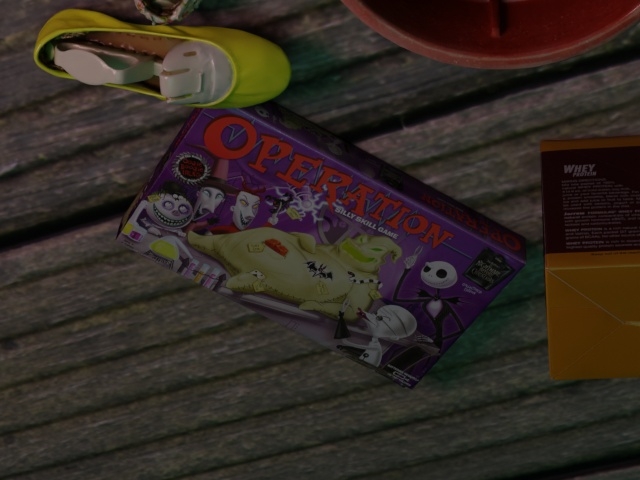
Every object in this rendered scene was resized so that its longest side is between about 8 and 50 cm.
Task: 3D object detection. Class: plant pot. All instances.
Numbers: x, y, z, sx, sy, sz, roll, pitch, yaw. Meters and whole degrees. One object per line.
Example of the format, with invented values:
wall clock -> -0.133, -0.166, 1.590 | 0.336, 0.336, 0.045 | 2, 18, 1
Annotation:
plant pot -> 0.130, -0.305, 1.051 | 0.272, 0.265, 0.272 | 3, 128, 4

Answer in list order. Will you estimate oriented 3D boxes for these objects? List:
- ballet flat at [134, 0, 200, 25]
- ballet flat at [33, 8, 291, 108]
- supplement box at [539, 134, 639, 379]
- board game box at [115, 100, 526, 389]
ballet flat -> -0.122, -0.282, 1.214 | 0.091, 0.077, 0.241 | 4, 128, 5
ballet flat -> -0.143, -0.151, 1.291 | 0.231, 0.077, 0.077 | 12, 117, 11
supplement box -> 0.295, 0.010, 1.324 | 0.191, 0.194, 0.129 | -3, 127, 8
board game box -> 0.000, 0.000, 1.443 | 0.347, 0.056, 0.208 | 27, 121, -15
